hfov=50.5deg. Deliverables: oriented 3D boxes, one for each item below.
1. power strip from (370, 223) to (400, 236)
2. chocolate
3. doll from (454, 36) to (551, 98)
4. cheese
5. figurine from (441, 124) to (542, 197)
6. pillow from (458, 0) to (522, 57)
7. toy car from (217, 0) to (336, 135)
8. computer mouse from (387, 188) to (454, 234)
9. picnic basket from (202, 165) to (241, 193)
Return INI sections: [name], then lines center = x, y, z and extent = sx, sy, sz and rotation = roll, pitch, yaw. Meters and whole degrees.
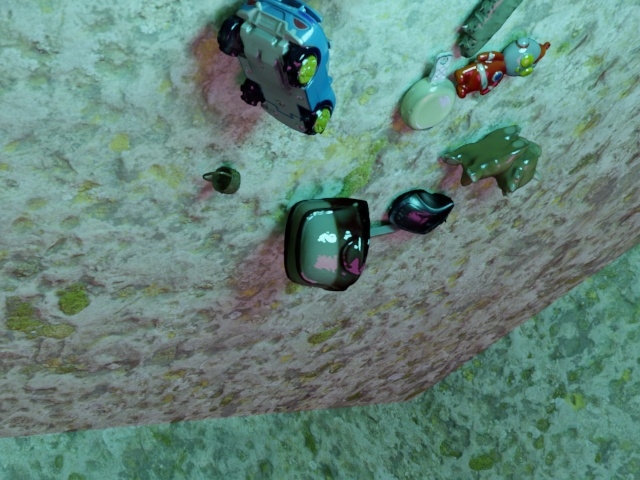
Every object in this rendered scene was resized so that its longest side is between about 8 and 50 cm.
[power strip]
center = 0.146, -0.021, 2.094
extent = 0.253, 0.027, 0.060
rotation = -12, 173, -20
[chocolate]
center = 0.000, 0.000, 1.836
extent = 0.186, 0.283, 0.283
rotation = 12, 138, -20
[doll]
center = 0.440, -0.420, 1.630
extent = 0.245, 0.076, 0.142
rotation = -21, 151, 3
[cheese]
center = 0.267, -0.357, 1.615
extent = 0.137, 0.064, 0.227
rotation = -17, 151, -18
[figurine]
center = 0.501, -0.205, 1.918
extent = 0.247, 0.177, 0.173
rotation = -31, 133, -10
[pillow]
center = 0.374, -0.497, 1.475
extent = 0.093, 0.051, 0.241
rotation = -1, 145, -43
[toy car]
center = -0.057, -0.339, 1.313
extent = 0.166, 0.198, 0.314
rotation = -52, 157, -15
[computer mouse]
center = 0.315, -0.081, 2.065
extent = 0.233, 0.096, 0.137
rotation = 0, 142, -34
[picnic basket]
center = -0.235, -0.145, 1.593
extent = 0.072, 0.072, 0.083
rotation = -39, 148, 25
